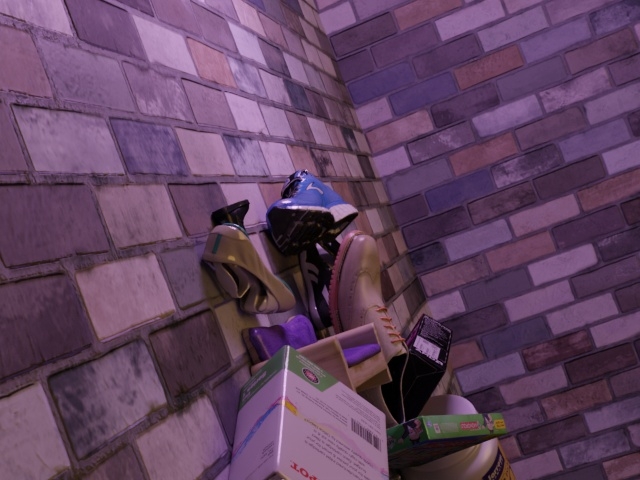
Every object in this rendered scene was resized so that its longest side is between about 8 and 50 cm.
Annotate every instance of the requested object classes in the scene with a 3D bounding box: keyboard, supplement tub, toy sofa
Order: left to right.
[{"bbox_3d":[0.000,0.000,2.226,0.192,0.038,0.100,44,24,-25],"label":"keyboard"},{"bbox_3d":[0.005,0.201,1.679,0.362,0.150,0.177,6,65,-77],"label":"toy sofa"},{"bbox_3d":[0.323,0.548,2.288,0.241,0.241,0.331,-91,158,-58],"label":"supplement tub"}]

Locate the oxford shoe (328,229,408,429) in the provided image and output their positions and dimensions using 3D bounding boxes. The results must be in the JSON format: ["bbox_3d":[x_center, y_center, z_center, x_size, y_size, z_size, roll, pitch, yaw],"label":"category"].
[{"bbox_3d":[0.110,0.176,1.911,0.140,0.147,0.397,-4,90,-53],"label":"oxford shoe"}]

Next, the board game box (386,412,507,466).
[{"bbox_3d":[0.186,0.378,1.822,0.317,0.213,0.046,13,56,-53],"label":"board game box"}]

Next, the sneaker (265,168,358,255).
[{"bbox_3d":[-0.044,-0.064,2.040,0.147,0.130,0.330,46,16,12],"label":"sneaker"}]

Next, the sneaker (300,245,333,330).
[{"bbox_3d":[0.032,0.083,2.064,0.079,0.121,0.217,56,18,-51],"label":"sneaker"}]

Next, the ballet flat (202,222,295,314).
[{"bbox_3d":[-0.116,0.070,1.573,0.248,0.086,0.086,54,19,-46],"label":"ballet flat"}]

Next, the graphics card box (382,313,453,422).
[{"bbox_3d":[0.189,0.308,2.127,0.094,0.232,0.371,32,12,4],"label":"graphics card box"}]

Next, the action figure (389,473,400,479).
[{"bbox_3d":[0.108,0.487,1.885,0.232,0.063,0.137,29,45,-67],"label":"action figure"}]

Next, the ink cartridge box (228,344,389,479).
[{"bbox_3d":[-0.013,0.307,1.344,0.201,0.117,0.278,38,23,-18],"label":"ink cartridge box"}]

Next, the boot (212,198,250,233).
[{"bbox_3d":[-0.137,-0.014,1.663,0.099,0.045,0.121,66,19,-3],"label":"boot"}]

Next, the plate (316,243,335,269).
[{"bbox_3d":[0.062,0.133,2.301,0.278,0.045,0.277,-83,151,-65],"label":"plate"}]
